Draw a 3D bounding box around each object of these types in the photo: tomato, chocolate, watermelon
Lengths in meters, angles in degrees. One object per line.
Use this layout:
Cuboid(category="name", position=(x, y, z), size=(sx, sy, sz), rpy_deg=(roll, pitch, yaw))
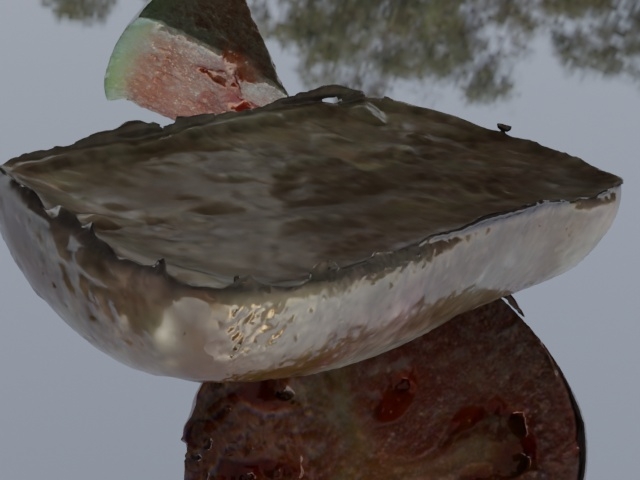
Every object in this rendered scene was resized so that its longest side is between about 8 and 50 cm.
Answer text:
Cuboid(category="tomato", position=(0.039, 0.123, 0.874), size=(0.225, 0.085, 0.225), rpy_deg=(-7, -117, 14))
Cuboid(category="chocolate", position=(0.000, 0.000, 0.785), size=(0.185, 0.100, 0.303), rpy_deg=(22, -152, 39))
Cuboid(category="watermelon", position=(-0.074, -0.108, 1.051), size=(0.121, 0.098, 0.158), rpy_deg=(-20, -102, -18))
